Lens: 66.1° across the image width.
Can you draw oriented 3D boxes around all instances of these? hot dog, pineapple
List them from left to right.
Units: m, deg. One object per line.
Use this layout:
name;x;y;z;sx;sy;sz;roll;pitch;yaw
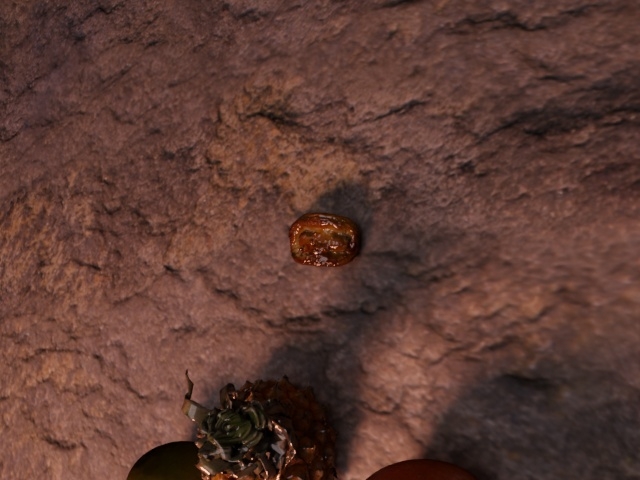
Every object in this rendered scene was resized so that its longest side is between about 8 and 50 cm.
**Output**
pineapple;-0.096;0.298;0.733;0.263;0.271;0.262;-2;60;4
hot dog;0.001;-0.002;0.900;0.147;0.065;0.099;6;92;29

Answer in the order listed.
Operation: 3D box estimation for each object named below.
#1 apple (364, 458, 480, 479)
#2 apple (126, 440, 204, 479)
apple;0.154;0.415;0.619;0.206;0.251;0.272;-45;49;8
apple;-0.250;0.457;0.882;0.157;0.196;0.196;-26;66;-4
